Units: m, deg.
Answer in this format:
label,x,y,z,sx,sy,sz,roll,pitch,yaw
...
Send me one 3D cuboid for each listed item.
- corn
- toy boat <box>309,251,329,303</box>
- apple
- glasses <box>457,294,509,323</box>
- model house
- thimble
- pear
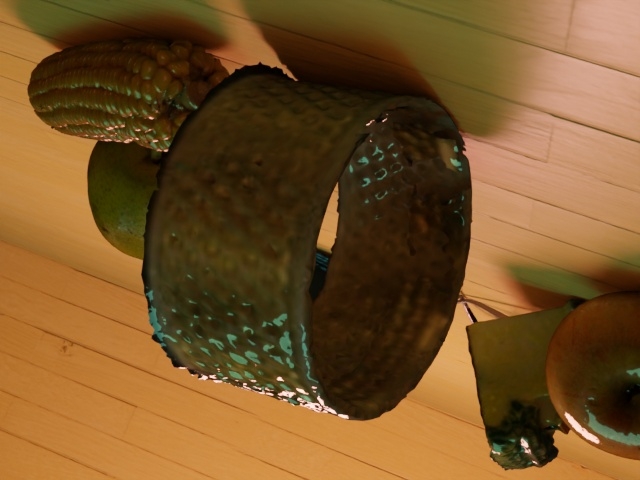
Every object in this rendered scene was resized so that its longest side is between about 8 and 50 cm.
label,x,y,z,sx,sy,sz,roll,pitch,yaw
corn,-0.193,-0.136,0.996,0.102,0.102,0.313,32,165,-38
toy boat,-0.048,0.049,1.572,0.299,0.096,0.062,18,178,9
apple,0.320,0.133,1.094,0.182,0.182,0.155,19,-163,18
glasses,0.215,0.096,1.451,0.104,0.062,0.140,46,165,-5
model house,0.305,0.174,1.287,0.211,0.170,0.194,-15,154,16
thimble,0.000,0.000,0.860,0.150,0.271,0.271,12,165,31
pear,-0.159,-0.064,1.105,0.180,0.166,0.216,32,165,16
